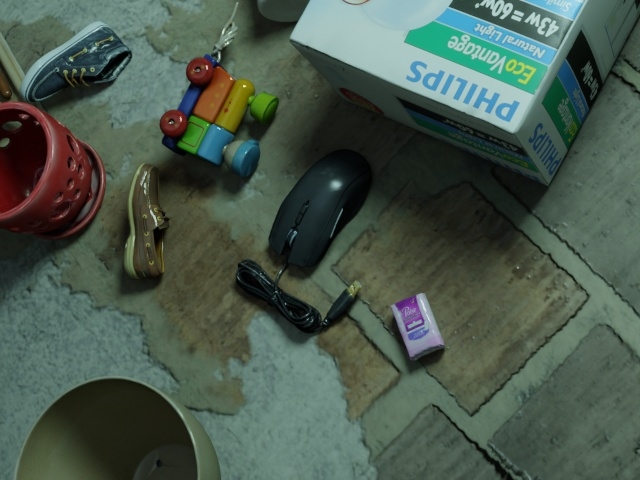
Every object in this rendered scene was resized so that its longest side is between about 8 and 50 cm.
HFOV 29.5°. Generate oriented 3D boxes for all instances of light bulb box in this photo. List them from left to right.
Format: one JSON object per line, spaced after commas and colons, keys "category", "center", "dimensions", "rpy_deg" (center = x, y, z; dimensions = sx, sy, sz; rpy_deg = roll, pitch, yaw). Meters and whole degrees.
{"category": "light bulb box", "center": [0.215, -0.322, 1.627], "dimensions": [0.358, 0.225, 0.361], "rpy_deg": [26, 87, 26]}

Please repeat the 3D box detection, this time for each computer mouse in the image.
{"category": "computer mouse", "center": [0.000, 0.000, 1.725], "dimensions": [0.184, 0.060, 0.262], "rpy_deg": [41, 94, 27]}

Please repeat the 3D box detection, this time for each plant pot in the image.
{"category": "plant pot", "center": [-0.442, -0.099, 1.874], "dimensions": [0.191, 0.174, 0.191], "rpy_deg": [-6, 75, 21]}
{"category": "plant pot", "center": [-0.247, 0.338, 1.668], "dimensions": [0.284, 0.191, 0.284], "rpy_deg": [-6, 75, 22]}

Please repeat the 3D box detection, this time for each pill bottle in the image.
{"category": "pill bottle", "center": [-0.053, -0.433, 1.835], "dimensions": [0.108, 0.108, 0.180], "rpy_deg": [-15, 71, 19]}

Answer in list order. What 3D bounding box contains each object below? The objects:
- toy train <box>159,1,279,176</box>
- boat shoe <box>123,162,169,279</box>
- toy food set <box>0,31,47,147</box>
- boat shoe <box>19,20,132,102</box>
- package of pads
{"category": "toy train", "center": [-0.123, -0.225, 1.820], "dimensions": [0.143, 0.105, 0.248], "rpy_deg": [26, 87, 16]}
{"category": "boat shoe", "center": [-0.256, -0.028, 1.843], "dimensions": [0.060, 0.064, 0.178], "rpy_deg": [1, 83, 18]}
{"category": "toy food set", "center": [-0.605, -0.236, 2.025], "dimensions": [0.220, 0.092, 0.306], "rpy_deg": [-37, 65, 10]}
{"category": "boat shoe", "center": [-0.390, -0.270, 1.943], "dimensions": [0.183, 0.065, 0.083], "rpy_deg": [-42, 65, -10]}
{"category": "package of pads", "center": [0.133, 0.117, 1.654], "dimensions": [0.050, 0.032, 0.083], "rpy_deg": [-25, 68, 12]}
